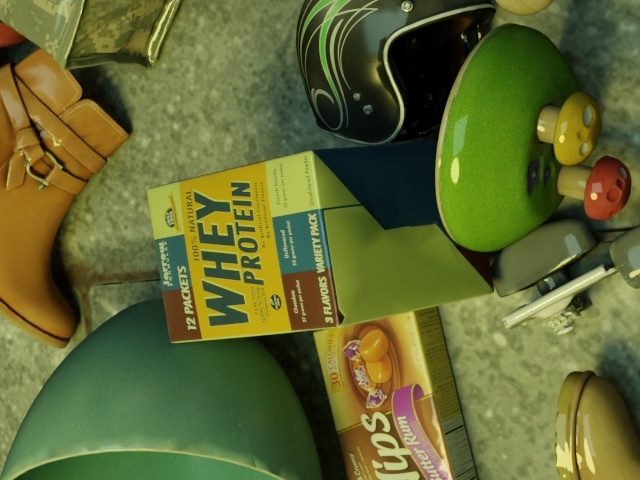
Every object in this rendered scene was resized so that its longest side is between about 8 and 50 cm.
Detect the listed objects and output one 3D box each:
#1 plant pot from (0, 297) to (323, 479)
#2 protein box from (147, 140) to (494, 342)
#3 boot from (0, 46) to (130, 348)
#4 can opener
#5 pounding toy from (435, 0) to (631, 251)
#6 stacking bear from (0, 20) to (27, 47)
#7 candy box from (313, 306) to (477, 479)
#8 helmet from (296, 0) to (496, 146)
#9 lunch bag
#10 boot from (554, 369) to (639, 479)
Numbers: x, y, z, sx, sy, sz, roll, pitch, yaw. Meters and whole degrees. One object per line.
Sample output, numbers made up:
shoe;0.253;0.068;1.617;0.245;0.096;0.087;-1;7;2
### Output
plant pot;-0.137;0.170;1.125;0.290;0.290;0.195;-21;48;29
protein box;0.000;0.000;1.025;0.201;0.200;0.136;-9;89;44
boot;-0.287;-0.045;1.268;0.220;0.109;0.283;-38;105;-5
can opener;0.257;-0.003;0.972;0.280;0.074;0.093;-28;79;28
pounding toy;0.186;-0.096;0.940;0.110;0.183;0.237;16;98;32
stacking bear;-0.440;-0.119;1.322;0.175;0.164;0.289;23;109;27
candy box;0.070;0.160;1.105;0.109;0.053;0.186;-14;86;30
helmet;0.062;-0.171;1.023;0.169;0.169;0.161;13;112;28
lunch bag;-0.230;-0.345;1.170;0.235;0.169;0.287;36;115;23
boot;0.333;0.209;0.945;0.269;0.089;0.236;-6;101;30
